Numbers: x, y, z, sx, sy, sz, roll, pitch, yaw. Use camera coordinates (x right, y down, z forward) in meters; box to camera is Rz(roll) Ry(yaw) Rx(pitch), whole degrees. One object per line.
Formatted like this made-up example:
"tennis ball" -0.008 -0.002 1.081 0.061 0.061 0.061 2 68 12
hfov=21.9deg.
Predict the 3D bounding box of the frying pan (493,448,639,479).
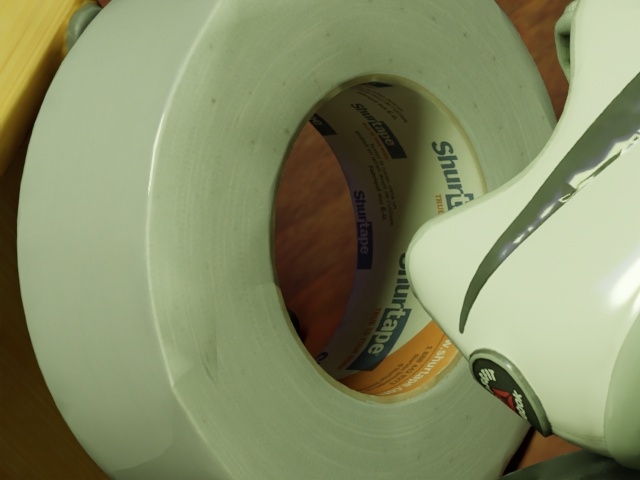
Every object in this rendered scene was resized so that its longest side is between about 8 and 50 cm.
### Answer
"frying pan" 0.169 0.094 0.473 0.326 0.053 0.197 -12 17 -1

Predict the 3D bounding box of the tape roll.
"tape roll" 0.000 0.000 0.601 0.072 0.219 0.219 -2 54 46

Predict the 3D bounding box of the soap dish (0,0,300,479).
"soap dish" -0.126 0.039 0.656 0.118 0.291 0.229 11 61 28

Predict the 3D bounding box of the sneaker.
"sneaker" 0.158 -0.070 0.535 0.146 0.122 0.330 31 63 35
